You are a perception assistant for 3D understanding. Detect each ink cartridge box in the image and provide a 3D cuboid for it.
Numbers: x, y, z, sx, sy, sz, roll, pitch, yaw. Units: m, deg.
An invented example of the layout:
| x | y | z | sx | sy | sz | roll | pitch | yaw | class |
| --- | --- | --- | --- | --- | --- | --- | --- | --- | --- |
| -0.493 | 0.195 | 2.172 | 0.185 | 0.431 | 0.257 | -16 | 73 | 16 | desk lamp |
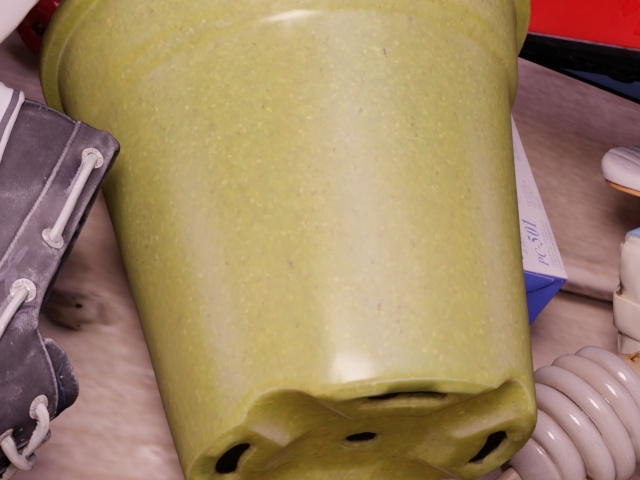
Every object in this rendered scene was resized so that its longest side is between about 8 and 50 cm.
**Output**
| x | y | z | sx | sy | sz | roll | pitch | yaw | class |
| --- | --- | --- | --- | --- | --- | --- | --- | --- | --- |
| 0.087 | -0.027 | 1.184 | 0.046 | 0.097 | 0.207 | 12 | 43 | -26 | ink cartridge box |

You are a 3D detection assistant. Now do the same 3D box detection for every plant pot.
| x | y | z | sx | sy | sz | roll | pitch | yaw | class |
| --- | --- | --- | --- | --- | --- | --- | --- | --- | --- |
| 0.000 | 0.000 | 0.992 | 0.276 | 0.276 | 0.254 | 8 | 58 | -30 | plant pot |

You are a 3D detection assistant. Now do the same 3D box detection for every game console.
| x | y | z | sx | sy | sz | roll | pitch | yaw | class |
| --- | --- | --- | --- | --- | --- | --- | --- | --- | --- |
| 0.324 | -0.077 | 1.209 | 0.386 | 0.060 | 0.342 | 16 | 7 | -31 | game console |

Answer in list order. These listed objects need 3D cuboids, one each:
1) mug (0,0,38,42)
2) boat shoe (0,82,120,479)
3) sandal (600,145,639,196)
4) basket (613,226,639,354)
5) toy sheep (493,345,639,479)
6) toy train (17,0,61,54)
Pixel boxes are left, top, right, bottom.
| x | y | z | sx | sy | sz | roll | pitch | yaw | class |
| --- | --- | --- | --- | --- | --- | --- | --- | --- | --- |
| -0.343 | -0.242 | 0.911 | 0.328 | 0.374 | 0.276 | 41 | 54 | -48 | mug |
| -0.162 | 0.065 | 0.858 | 0.102 | 0.108 | 0.301 | 20 | 57 | -10 | boat shoe |
| 0.263 | -0.024 | 1.320 | 0.102 | 0.076 | 0.265 | 24 | 17 | 34 | sandal |
| 0.347 | 0.050 | 1.166 | 0.289 | 0.201 | 0.255 | -10 | 24 | -32 | basket |
| 0.150 | 0.112 | 1.099 | 0.132 | 0.091 | 0.091 | -36 | 73 | -23 | toy sheep |
| -0.080 | -0.194 | 1.104 | 0.105 | 0.248 | 0.143 | -41 | 123 | -50 | toy train |
